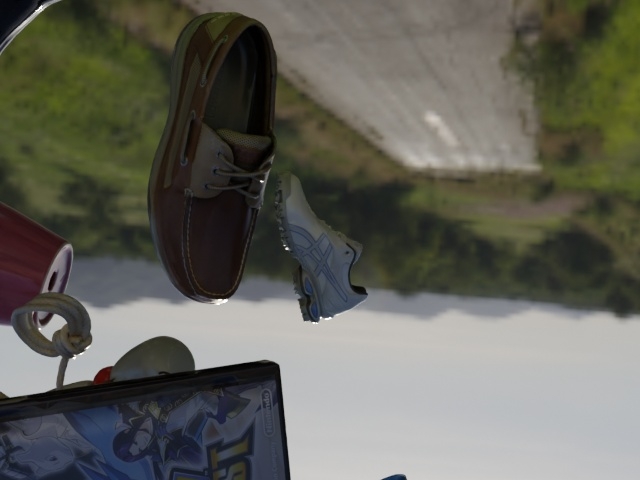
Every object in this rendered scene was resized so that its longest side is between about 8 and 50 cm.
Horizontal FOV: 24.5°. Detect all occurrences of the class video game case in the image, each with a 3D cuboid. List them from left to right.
[{"bbox_3d":[-0.137,0.239,1.068,0.248,0.275,0.035,-7,-175,-20],"label":"video game case"}]

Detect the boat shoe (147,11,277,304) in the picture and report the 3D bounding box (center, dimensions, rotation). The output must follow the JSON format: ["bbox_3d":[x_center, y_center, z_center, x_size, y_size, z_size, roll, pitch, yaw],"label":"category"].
[{"bbox_3d":[-0.110,-0.092,1.602,0.123,0.324,0.116,2,179,-33],"label":"boat shoe"}]

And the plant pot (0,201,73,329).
[{"bbox_3d":[-0.447,0.035,2.023,0.180,0.201,0.201,18,180,5],"label":"plant pot"}]

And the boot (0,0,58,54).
[{"bbox_3d":[-0.351,-0.331,1.317,0.284,0.377,0.138,-41,176,32],"label":"boot"}]

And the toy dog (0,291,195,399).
[{"bbox_3d":[-0.287,0.227,1.654,0.220,0.161,0.334,21,136,-15],"label":"toy dog"}]

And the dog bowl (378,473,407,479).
[{"bbox_3d":[-0.018,0.323,1.366,0.297,0.074,0.166,-35,-179,28],"label":"dog bowl"}]

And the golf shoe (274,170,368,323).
[{"bbox_3d":[0.000,0.000,1.606,0.086,0.176,0.069,-15,-159,2],"label":"golf shoe"}]
